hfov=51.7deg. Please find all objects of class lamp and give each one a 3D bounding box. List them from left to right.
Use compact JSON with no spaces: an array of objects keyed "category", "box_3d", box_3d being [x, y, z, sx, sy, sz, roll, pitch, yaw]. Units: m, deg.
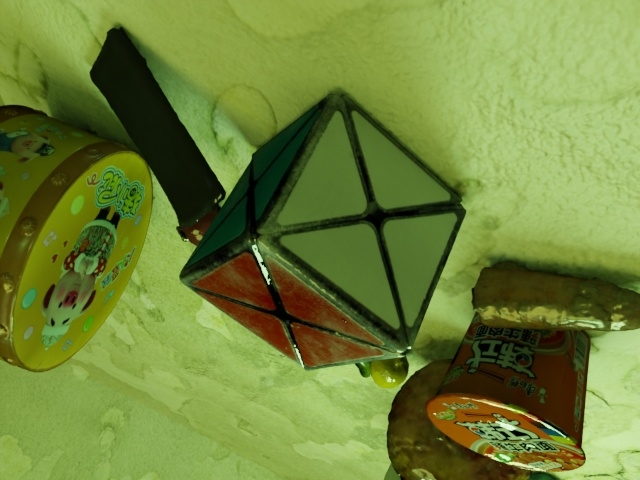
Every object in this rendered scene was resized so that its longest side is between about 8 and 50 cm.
[{"category":"lamp","box_3d":[-0.216,-0.032,1.195,0.101,0.090,0.101,60,171,17]}]

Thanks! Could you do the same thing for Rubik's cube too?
[{"category":"Rubik's cube","box_3d":[0.000,0.000,0.902,0.254,0.260,0.259,40,146,-18]}]

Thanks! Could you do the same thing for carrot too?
[{"category":"carrot","box_3d":[0.348,0.091,0.926,0.263,0.102,0.102,3,143,34]}]

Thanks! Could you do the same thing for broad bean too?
[{"category":"broad bean","box_3d":[0.063,0.247,1.465,0.069,0.039,0.227,7,146,42]}]

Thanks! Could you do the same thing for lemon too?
[{"category":"lemon","box_3d":[0.145,0.267,1.386,0.082,0.082,0.111,26,153,2]}]

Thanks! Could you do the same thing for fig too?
[{"category":"fig","box_3d":[0.277,0.372,1.332,0.286,0.286,0.368,22,-179,8]}]

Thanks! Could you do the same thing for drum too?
[{"category":"drum","box_3d":[-0.481,-0.003,1.134,0.214,0.431,0.431,22,151,8]}]

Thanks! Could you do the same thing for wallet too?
[{"category":"wallet","box_3d":[-0.243,-0.158,0.975,0.146,0.030,0.285,-25,99,51]}]

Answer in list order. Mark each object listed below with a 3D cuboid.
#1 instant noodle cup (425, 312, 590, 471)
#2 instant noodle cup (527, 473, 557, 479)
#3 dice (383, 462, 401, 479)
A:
[{"category":"instant noodle cup","box_3d":[0.319,0.231,1.070,0.250,0.192,0.250,21,151,12]},{"category":"instant noodle cup","box_3d":[0.560,0.642,1.659,0.157,0.070,0.179,33,151,-8]},{"category":"dice","box_3d":[0.314,0.600,1.601,0.243,0.259,0.251,34,151,-9]}]
